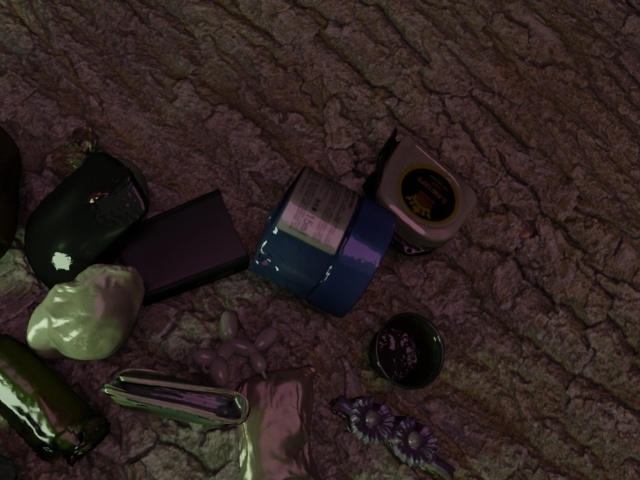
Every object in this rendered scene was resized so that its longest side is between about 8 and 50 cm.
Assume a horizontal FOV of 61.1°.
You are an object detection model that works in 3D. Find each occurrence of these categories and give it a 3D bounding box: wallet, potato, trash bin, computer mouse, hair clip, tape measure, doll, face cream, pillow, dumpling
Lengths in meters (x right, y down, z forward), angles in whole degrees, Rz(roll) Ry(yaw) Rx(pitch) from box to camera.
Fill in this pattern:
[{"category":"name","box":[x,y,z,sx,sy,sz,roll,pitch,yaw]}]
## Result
[{"category":"wallet","box":[-0.247,0.275,0.937,0.223,0.309,0.077,18,68,-8]},{"category":"potato","box":[-0.654,-0.091,0.992,0.173,0.210,0.308,-8,84,6]},{"category":"trash bin","box":[-0.281,0.019,1.104,0.225,0.115,0.165,-23,81,-17]},{"category":"computer mouse","box":[-0.454,-0.027,1.014,0.168,0.087,0.295,47,106,11]},{"category":"hair clip","box":[0.152,0.406,1.138,0.292,0.084,0.106,32,52,0]},{"category":"tape measure","box":[0.196,-0.097,1.255,0.271,0.133,0.231,44,62,1]},{"category":"doll","box":[-0.175,0.224,1.083,0.161,0.059,0.160,22,49,-9]},{"category":"face cream","box":[0.000,0.000,1.110,0.225,0.249,0.249,30,70,-4]},{"category":"pillow","box":[-0.080,0.393,1.079,0.173,0.067,0.270,-4,76,-10]},{"category":"dumpling","box":[-0.418,0.135,0.980,0.162,0.250,0.132,25,24,-41]}]

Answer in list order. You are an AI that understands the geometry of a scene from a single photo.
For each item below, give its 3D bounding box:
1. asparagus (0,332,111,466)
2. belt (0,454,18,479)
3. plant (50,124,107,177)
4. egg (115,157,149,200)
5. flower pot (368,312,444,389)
[{"category":"asparagus","box":[-0.547,0.248,0.970,0.382,0.128,0.108,44,36,1]},{"category":"belt","box":[-0.618,0.462,0.877,0.207,0.150,0.258,-5,76,-6]},{"category":"plant","box":[-0.487,-0.174,1.133,0.122,0.104,0.116,34,105,-32]},{"category":"egg","box":[-0.407,-0.093,1.098,0.114,0.114,0.152,-6,74,-16]},{"category":"flower pot","box":[0.172,0.241,1.165,0.157,0.107,0.158,5,71,-15]}]
